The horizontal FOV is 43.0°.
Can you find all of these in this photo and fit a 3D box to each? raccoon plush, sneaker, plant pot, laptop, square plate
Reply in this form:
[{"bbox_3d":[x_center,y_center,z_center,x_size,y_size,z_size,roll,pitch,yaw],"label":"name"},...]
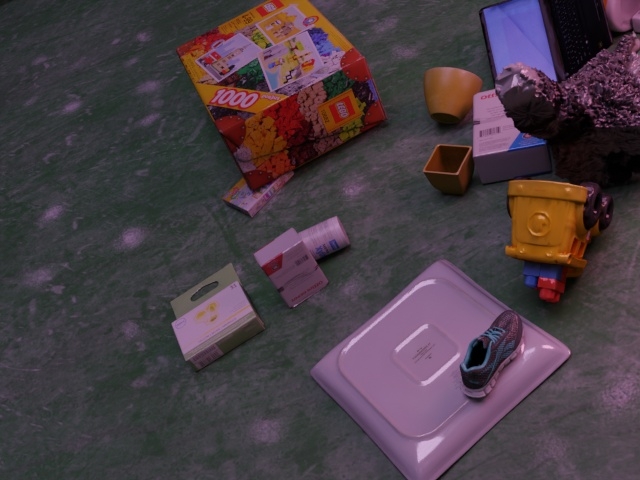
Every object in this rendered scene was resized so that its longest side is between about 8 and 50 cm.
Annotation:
[{"bbox_3d":[0.490,-0.305,1.494,0.216,0.446,0.299,-19,55,32],"label":"raccoon plush"},{"bbox_3d":[0.278,0.174,1.322,0.065,0.076,0.166,15,58,37],"label":"sneaker"},{"bbox_3d":[0.291,-0.319,1.833,0.134,0.134,0.095,6,79,33],"label":"plant pot"},{"bbox_3d":[0.483,-0.470,1.772,0.137,0.264,0.234,-5,76,-17],"label":"laptop"},{"bbox_3d":[0.274,-0.140,1.689,0.081,0.083,0.081,9,55,35],"label":"plant pot"},{"bbox_3d":[0.193,0.207,1.432,0.347,0.049,0.344,-40,42,-10],"label":"square plate"}]

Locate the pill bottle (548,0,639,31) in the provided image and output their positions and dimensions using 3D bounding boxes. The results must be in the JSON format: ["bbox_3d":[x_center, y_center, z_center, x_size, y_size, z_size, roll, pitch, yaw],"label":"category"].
[{"bbox_3d":[0.599,-0.577,1.871,0.152,0.152,0.272,-45,44,-15],"label":"pill bottle"}]

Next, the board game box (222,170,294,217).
[{"bbox_3d":[-0.151,-0.131,1.961,0.103,0.026,0.154,25,65,42],"label":"board game box"}]

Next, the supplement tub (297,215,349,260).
[{"bbox_3d":[0.000,0.000,1.720,0.107,0.071,0.071,-25,43,8],"label":"supplement tub"}]

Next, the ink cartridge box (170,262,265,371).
[{"bbox_3d":[-0.235,0.146,1.728,0.171,0.056,0.235,-33,44,-1],"label":"ink cartridge box"}]

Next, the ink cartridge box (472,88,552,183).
[{"bbox_3d":[0.400,-0.228,1.700,0.148,0.086,0.203,-9,46,22],"label":"ink cartridge box"}]

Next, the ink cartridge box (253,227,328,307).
[{"bbox_3d":[-0.059,0.057,1.652,0.099,0.135,0.056,-33,39,-4],"label":"ink cartridge box"}]

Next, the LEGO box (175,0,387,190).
[{"bbox_3d":[-0.114,-0.398,2.047,0.373,0.193,0.500,-29,40,-3],"label":"LEGO box"}]

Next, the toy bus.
[{"bbox_3d":[0.415,0.004,1.426,0.149,0.220,0.211,6,87,33],"label":"toy bus"}]

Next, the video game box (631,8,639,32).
[{"bbox_3d":[0.818,-0.508,1.760,0.187,0.048,0.205,-47,45,-15],"label":"video game box"}]
